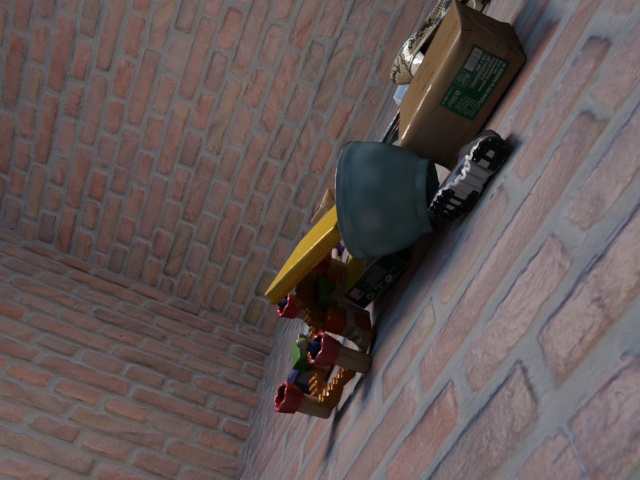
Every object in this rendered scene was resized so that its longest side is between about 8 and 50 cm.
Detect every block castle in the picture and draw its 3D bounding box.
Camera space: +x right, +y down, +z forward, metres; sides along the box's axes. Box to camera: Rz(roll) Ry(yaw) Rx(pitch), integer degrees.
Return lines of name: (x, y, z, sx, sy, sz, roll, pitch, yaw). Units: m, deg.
block castle: (-0.025, 0.254, 1.597, 0.303, 0.213, 0.453, -57, 20, 30)

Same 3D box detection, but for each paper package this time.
paper package: (0.338, -0.393, 1.382, 0.309, 0.168, 0.324, -77, 12, -52)

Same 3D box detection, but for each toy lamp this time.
toy lamp: (0.068, 0.078, 2.585, 0.274, 0.080, 0.080, -86, 19, -64)

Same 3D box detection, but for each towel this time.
towel: (0.325, -0.444, 1.782, 0.370, 0.040, 0.271, -44, -10, -43)

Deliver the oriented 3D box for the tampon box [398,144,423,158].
tampon box: (0.289, -0.263, 1.668, 0.120, 0.102, 0.161, 148, 145, -82)

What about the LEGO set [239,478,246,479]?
LEGO set: (-0.176, 0.754, 1.313, 0.331, 0.255, 0.192, -61, -11, -2)

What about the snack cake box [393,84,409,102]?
snack cake box: (0.385, -0.647, 2.131, 0.264, 0.089, 0.152, -65, -8, 9)

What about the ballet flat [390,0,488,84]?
ballet flat: (0.410, -0.688, 1.864, 0.482, 0.164, 0.182, -53, 48, 38)

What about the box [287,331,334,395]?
box: (-0.032, 0.447, 1.899, 0.153, 0.108, 0.207, -100, 33, -79)

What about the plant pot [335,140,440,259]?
plant pot: (0.178, -0.101, 1.315, 0.293, 0.196, 0.292, -2, -90, -67)

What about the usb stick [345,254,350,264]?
usb stick: (0.093, 0.175, 2.116, 0.077, 0.045, 0.278, 108, 180, -55)

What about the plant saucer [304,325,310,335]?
plant saucer: (-0.022, 0.356, 2.525, 0.195, 0.038, 0.194, -157, 90, -84)

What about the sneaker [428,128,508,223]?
sneaker: (0.308, -0.137, 1.151, 0.234, 0.078, 0.106, -59, 7, 35)

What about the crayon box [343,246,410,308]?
crayon box: (0.168, 0.026, 1.595, 0.202, 0.081, 0.318, -50, 14, 31)

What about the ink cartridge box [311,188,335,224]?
ink cartridge box: (0.098, -0.087, 2.105, 0.193, 0.235, 0.088, 125, 167, -68)

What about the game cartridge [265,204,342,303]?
game cartridge: (0.000, 0.000, 1.480, 0.324, 0.053, 0.285, -43, 9, 37)
